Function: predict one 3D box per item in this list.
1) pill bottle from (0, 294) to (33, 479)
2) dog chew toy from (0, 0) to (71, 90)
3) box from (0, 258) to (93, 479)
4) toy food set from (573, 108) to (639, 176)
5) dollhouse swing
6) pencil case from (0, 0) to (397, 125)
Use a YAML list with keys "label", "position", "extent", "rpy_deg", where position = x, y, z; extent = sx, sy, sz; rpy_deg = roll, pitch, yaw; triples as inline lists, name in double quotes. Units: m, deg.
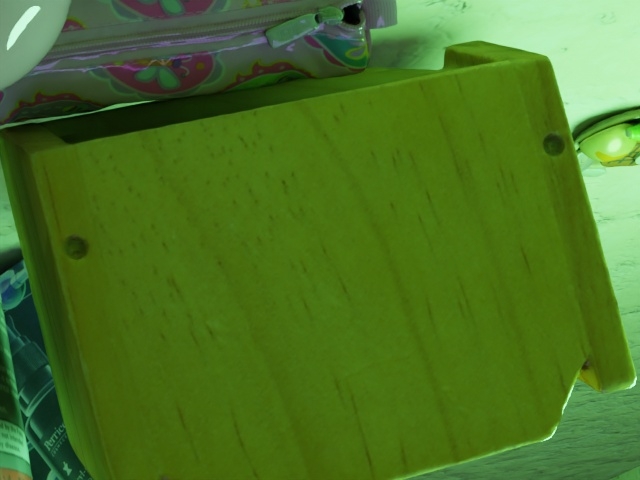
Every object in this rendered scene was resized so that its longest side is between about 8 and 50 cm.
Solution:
- label: "pill bottle"
  position: [-0.312, 0.044, 1.168]
  extent: [0.210, 0.363, 0.210]
  rpy_deg: [-11, 161, -4]
- label: "dog chew toy"
  position: [-0.225, -0.150, 0.943]
  extent: [0.332, 0.206, 0.206]
  rpy_deg: [-24, 160, 9]
- label: "box"
  position: [-0.240, 0.253, 1.698]
  extent: [0.293, 0.395, 0.212]
  rpy_deg: [-34, 155, 12]
- label: "toy food set"
  position: [0.292, -0.087, 1.710]
  extent: [0.132, 0.038, 0.192]
  rpy_deg: [1, 157, -37]
- label: "dollhouse swing"
  position: [-0.034, 0.018, 1.247]
  extent: [0.347, 0.315, 0.305]
  rpy_deg: [-13, 175, -19]
- label: "pencil case"
  position: [-0.101, -0.144, 1.136]
  extent: [0.284, 0.124, 0.124]
  rpy_deg: [-9, 161, -11]
